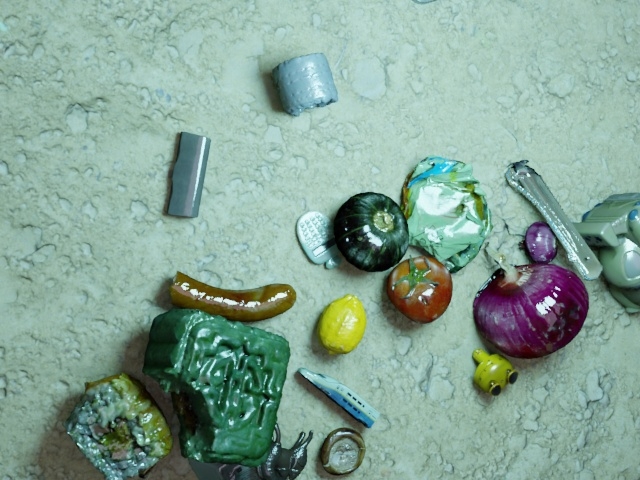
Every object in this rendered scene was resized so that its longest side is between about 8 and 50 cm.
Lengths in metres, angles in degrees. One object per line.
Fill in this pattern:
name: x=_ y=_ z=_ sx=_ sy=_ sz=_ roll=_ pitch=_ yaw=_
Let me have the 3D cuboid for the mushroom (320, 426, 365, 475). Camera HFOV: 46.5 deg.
mushroom: x=0.053 y=0.518 z=1.829 sx=0.123 sy=0.052 sz=0.123 roll=-3 pitch=102 yaw=-17

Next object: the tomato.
tomato: x=0.246 y=0.120 z=1.818 sx=0.168 sy=0.167 sz=0.167 roll=-1 pitch=93 yaw=-18

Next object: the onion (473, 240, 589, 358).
onion: x=0.539 y=0.179 z=1.877 sx=0.273 sy=0.230 sz=0.256 roll=25 pitch=86 yaw=-25

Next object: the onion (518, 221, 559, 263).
onion: x=0.571 y=0.008 z=1.948 sx=0.105 sy=0.115 sz=0.115 roll=-9 pitch=98 yaw=27

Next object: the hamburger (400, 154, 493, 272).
hamburger: x=0.328 y=-0.063 z=1.833 sx=0.276 sy=0.150 sz=0.260 roll=26 pitch=87 yaw=-18

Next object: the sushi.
sushi: x=-0.430 y=0.420 z=1.623 sx=0.184 sy=0.139 sz=0.274 roll=-35 pitch=103 yaw=-11

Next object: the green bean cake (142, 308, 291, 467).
green bean cake: x=-0.232 y=0.322 z=1.612 sx=0.300 sy=0.169 sz=0.307 roll=21 pitch=74 yaw=-35

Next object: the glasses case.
glasses case: x=-0.298 y=-0.147 z=1.687 sx=0.072 sy=0.042 sz=0.190 roll=10 pitch=90 yaw=-10

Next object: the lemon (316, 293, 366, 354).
lemon: x=0.053 y=0.201 z=1.780 sx=0.114 sy=0.114 sz=0.155 roll=22 pitch=82 yaw=-18

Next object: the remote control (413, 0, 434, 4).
remote control: x=0.330 y=-0.653 z=1.867 sx=0.245 sy=0.022 sz=0.077 roll=-22 pitch=102 yaw=-16

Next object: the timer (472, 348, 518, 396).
timer: x=0.443 y=0.339 z=1.935 sx=0.107 sy=0.109 sz=0.107 roll=-17 pitch=127 yaw=-24

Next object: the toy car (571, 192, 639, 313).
toy car: x=0.825 y=0.059 z=1.951 sx=0.226 sy=0.242 sz=0.335 roll=-31 pitch=100 yaw=-16

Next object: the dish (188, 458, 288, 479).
dish: x=-0.176 y=0.565 z=1.746 sx=0.182 sy=0.080 sz=0.243 roll=-29 pitch=100 yaw=-14

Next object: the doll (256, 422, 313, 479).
doll: x=-0.090 y=0.511 z=1.739 sx=0.139 sy=0.057 sz=0.165 roll=28 pitch=62 yaw=-33

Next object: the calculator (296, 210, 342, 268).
calculator: x=0.000 y=0.000 z=1.798 sx=0.095 sy=0.021 sz=0.153 roll=-33 pitch=102 yaw=-13

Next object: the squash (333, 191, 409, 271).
squash: x=0.122 y=-0.020 z=1.764 sx=0.193 sy=0.155 sz=0.193 roll=5 pitch=50 yaw=-6

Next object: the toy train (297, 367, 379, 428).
toy train: x=0.042 y=0.371 z=1.819 sx=0.234 sy=0.052 sz=0.051 roll=42 pitch=78 yaw=-15

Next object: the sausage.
sausage: x=-0.203 y=0.135 z=1.712 sx=0.303 sy=0.076 sz=0.102 roll=8 pitch=92 yaw=-18

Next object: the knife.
knife: x=0.597 y=-0.051 z=1.908 sx=0.089 sy=0.043 sz=0.365 roll=-28 pitch=74 yaw=-9

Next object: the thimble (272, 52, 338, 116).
thimble: x=-0.035 y=-0.354 z=1.699 sx=0.127 sy=0.151 sz=0.117 roll=-18 pitch=95 yaw=-7
